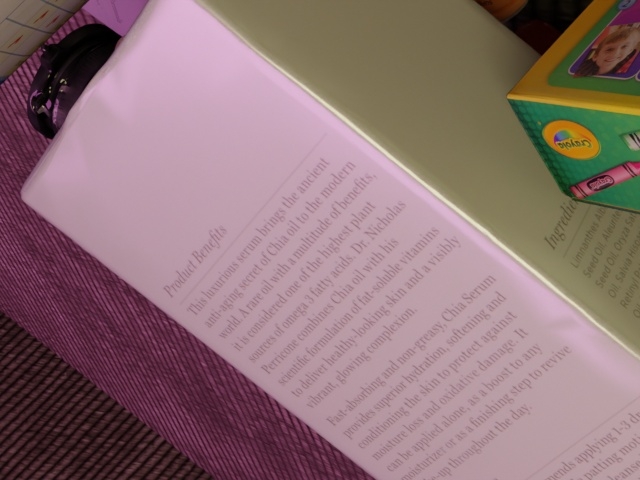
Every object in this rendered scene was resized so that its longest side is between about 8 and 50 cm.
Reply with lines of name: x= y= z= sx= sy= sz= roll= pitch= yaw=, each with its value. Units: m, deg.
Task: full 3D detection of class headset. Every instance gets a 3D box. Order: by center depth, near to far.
headset: x=-0.219 y=-0.113 z=1.652 sx=0.394 sy=0.185 sz=0.243 roll=42 pitch=171 yaw=-38

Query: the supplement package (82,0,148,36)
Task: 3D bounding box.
supplement package: x=-0.066 y=-0.198 z=1.256 sx=0.244 sy=0.134 sz=0.139 roll=36 pitch=160 yaw=24

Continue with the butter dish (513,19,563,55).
butter dish: x=0.149 y=-0.045 z=1.159 sx=0.160 sy=0.160 sz=0.118 roll=43 pitch=-175 yaw=0

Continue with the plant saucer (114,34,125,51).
plant saucer: x=-0.048 y=-0.072 z=1.220 sx=0.241 sy=0.037 sz=0.241 roll=37 pitch=160 yaw=16

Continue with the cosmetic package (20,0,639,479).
cosmetic package: x=0.072 y=0.013 z=1.009 sx=0.453 sy=0.161 sz=0.230 roll=39 pitch=136 yaw=-5

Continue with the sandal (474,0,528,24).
sandal: x=0.067 y=-0.228 z=0.972 sx=0.076 sy=0.102 sz=0.265 roll=22 pitch=149 yaw=52

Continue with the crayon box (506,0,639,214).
crayon box: x=0.243 y=-0.084 z=0.811 sx=0.278 sy=0.165 sz=0.081 roll=16 pitch=147 yaw=55

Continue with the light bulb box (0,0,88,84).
light bulb box: x=-0.213 y=-0.238 z=0.971 sx=0.225 sy=0.361 sz=0.358 roll=47 pitch=-178 yaw=-5
